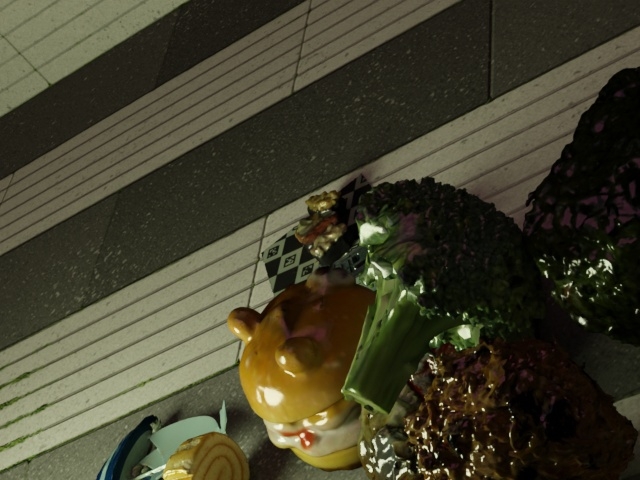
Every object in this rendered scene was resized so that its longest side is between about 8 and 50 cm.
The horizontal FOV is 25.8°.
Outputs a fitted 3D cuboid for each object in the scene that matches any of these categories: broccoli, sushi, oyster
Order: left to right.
[{"bbox_3d":[0.000,0.000,2.444,0.264,0.050,0.290,-38,30,8],"label":"sushi"},{"bbox_3d":[0.116,0.293,1.829,0.107,0.161,0.233,-23,37,-33],"label":"oyster"},{"bbox_3d":[0.160,0.073,1.752,0.375,0.249,0.302,94,180,-83],"label":"broccoli"},{"bbox_3d":[0.428,-0.034,1.720,0.178,0.294,0.352,5,56,50],"label":"sushi"}]

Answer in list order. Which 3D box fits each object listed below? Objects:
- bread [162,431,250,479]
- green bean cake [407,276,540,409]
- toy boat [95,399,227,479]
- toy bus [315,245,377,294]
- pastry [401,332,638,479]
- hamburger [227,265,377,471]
[{"bbox_3d":[-0.176,0.361,2.100,0.073,0.122,0.149,-26,23,39],"label":"bread"},{"bbox_3d":[0.211,0.115,1.984,0.198,0.097,0.233,-23,35,32],"label":"green bean cake"},{"bbox_3d":[-0.261,0.356,2.243,0.291,0.070,0.210,-15,36,49],"label":"toy boat"},{"bbox_3d":[0.068,0.059,2.241,0.194,0.089,0.087,-35,31,14],"label":"toy bus"},{"bbox_3d":[0.236,0.221,1.655,0.275,0.275,0.193,-26,33,28],"label":"pastry"},{"bbox_3d":[-0.002,0.171,2.033,0.276,0.237,0.276,-28,34,21],"label":"hamburger"}]
